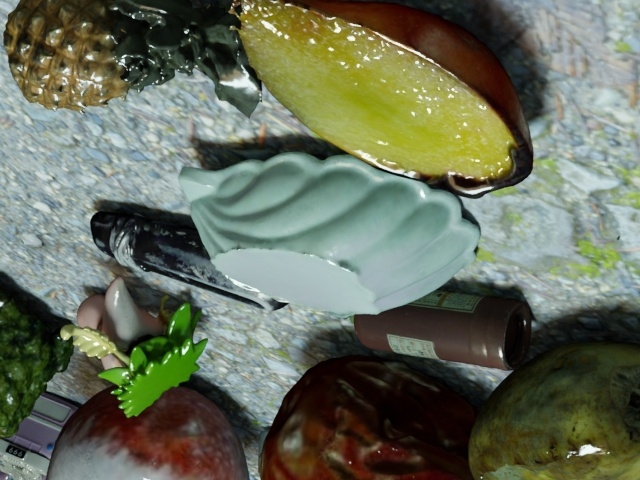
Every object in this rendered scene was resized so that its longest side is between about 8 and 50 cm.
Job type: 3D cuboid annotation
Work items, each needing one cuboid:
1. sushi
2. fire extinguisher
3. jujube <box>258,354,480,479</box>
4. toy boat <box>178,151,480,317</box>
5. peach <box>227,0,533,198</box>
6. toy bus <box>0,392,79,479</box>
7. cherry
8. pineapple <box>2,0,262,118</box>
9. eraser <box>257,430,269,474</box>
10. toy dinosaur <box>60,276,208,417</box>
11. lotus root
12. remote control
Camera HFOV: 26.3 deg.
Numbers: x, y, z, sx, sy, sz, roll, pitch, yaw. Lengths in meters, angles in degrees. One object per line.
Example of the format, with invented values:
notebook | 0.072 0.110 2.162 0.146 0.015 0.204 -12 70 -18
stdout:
sushi | -0.545 0.138 1.909 0.352 0.178 0.294 -2 141 47
fire extinguisher | 0.104 0.085 1.402 0.231 0.071 0.099 6 176 34
jujube | 0.110 0.300 1.577 0.377 0.276 0.276 25 154 -5
toy boat | 0.000 0.000 1.292 0.290 0.100 0.199 11 150 22
peach | 0.048 -0.127 1.043 0.279 0.068 0.189 36 149 -32
toy bus | -0.450 0.347 2.250 0.142 0.142 0.202 18 152 14
cherry | -0.245 0.360 1.917 0.291 0.326 0.335 -2 169 -28
pineapple | -0.137 -0.159 1.119 0.237 0.111 0.119 3 177 27
eraser | 0.101 0.395 1.946 0.397 0.082 0.213 39 150 -26
toy dinosaur | -0.232 0.104 1.687 0.177 0.152 0.194 47 168 22
lotus root | 0.246 0.182 1.353 0.160 0.152 0.275 10 154 -20
remote control | -0.142 0.024 1.487 0.266 0.066 0.090 12 147 23
